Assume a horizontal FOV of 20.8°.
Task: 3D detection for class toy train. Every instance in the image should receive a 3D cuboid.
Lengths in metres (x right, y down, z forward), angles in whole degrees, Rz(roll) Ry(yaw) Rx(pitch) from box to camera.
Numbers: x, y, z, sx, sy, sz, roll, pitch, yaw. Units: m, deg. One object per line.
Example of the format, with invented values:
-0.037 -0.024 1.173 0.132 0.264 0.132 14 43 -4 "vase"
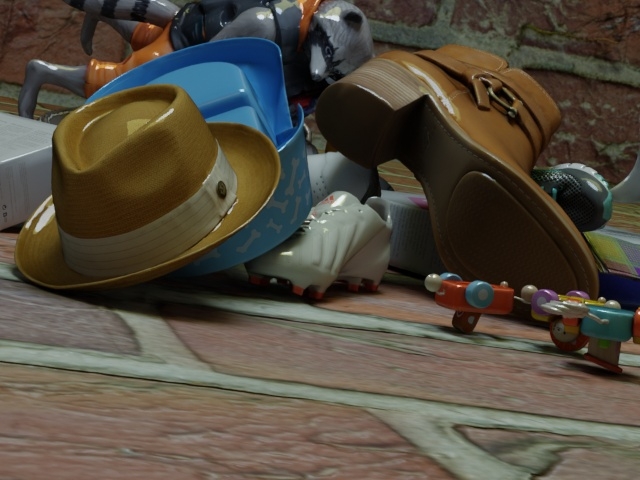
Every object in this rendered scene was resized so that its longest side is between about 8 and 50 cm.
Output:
0.150 0.057 1.189 0.125 0.046 0.166 6 4 -27 "toy train"

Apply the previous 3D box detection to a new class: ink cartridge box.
0.211 0.013 1.621 0.324 0.071 0.330 7 5 -36 "ink cartridge box"

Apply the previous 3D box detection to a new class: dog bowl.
-0.090 -0.064 1.307 0.166 0.074 0.297 -19 25 0 "dog bowl"

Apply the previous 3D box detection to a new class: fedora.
-0.121 -0.046 1.120 0.194 0.079 0.194 -15 30 9 "fedora"

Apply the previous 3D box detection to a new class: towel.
0.268 0.018 1.528 0.083 0.009 0.060 13 32 -29 "towel"

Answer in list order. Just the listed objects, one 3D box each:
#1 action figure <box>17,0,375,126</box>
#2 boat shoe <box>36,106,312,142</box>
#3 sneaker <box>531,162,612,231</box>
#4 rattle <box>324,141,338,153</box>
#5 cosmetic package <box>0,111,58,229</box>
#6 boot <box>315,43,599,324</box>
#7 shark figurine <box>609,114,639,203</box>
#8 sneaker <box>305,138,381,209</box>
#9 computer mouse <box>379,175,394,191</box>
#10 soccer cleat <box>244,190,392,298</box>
-0.112 -0.170 1.596 0.330 0.178 0.341 -2 15 14 "action figure"
-0.149 -0.097 1.756 0.324 0.096 0.116 7 38 -39 "boat shoe"
0.176 -0.037 1.521 0.166 0.065 0.076 14 24 43 "sneaker"
0.013 -0.072 1.792 0.130 0.142 0.199 -7 9 9 "rattle"
-0.300 -0.068 1.414 0.239 0.060 0.099 15 29 40 "cosmetic package"
0.148 -0.059 1.444 0.283 0.109 0.220 36 30 18 "boot"
0.394 -0.010 1.578 0.166 0.116 0.278 13 29 -37 "shark figurine"
-0.032 -0.027 1.530 0.129 0.111 0.297 -8 8 -22 "sneaker"
0.007 -0.063 2.051 0.184 0.060 0.262 12 5 5 "computer mouse"
0.000 0.000 1.304 0.068 0.076 0.196 13 6 24 "soccer cleat"
